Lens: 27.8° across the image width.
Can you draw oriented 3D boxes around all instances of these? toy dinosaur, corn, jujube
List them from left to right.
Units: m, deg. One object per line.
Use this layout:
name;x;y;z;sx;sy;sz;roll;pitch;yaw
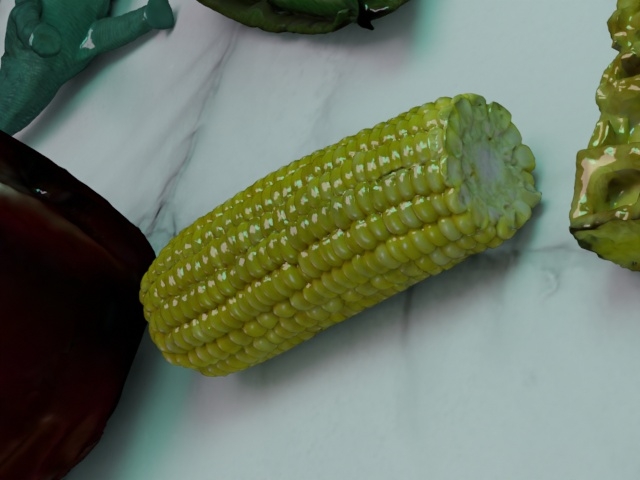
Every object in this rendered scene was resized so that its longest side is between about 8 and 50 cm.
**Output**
jujube;-0.270;0.085;0.856;0.377;0.258;0.258;-38;40;20
toy dinosaur;-0.252;-0.216;1.185;0.331;0.129;0.383;-21;48;53
corn;0.000;0.000;0.707;0.244;0.093;0.093;-29;45;34

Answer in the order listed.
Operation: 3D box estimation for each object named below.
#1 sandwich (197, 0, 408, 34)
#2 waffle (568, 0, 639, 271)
sandwich;-0.051;-0.238;0.867;0.109;0.212;0.292;-50;20;-13
waffle;0.197;-0.095;0.567;0.160;0.055;0.210;-12;57;45
